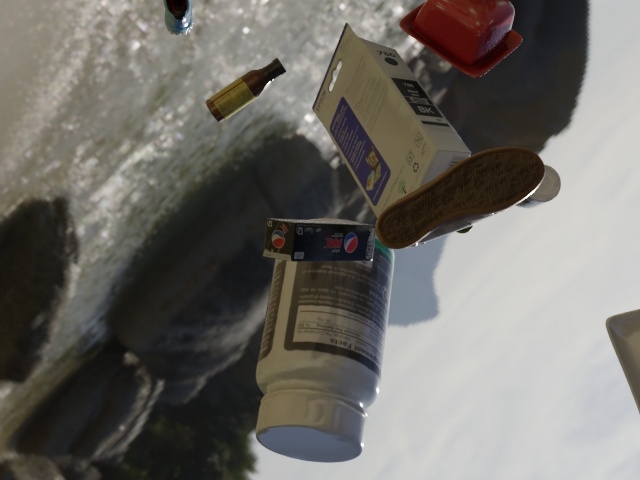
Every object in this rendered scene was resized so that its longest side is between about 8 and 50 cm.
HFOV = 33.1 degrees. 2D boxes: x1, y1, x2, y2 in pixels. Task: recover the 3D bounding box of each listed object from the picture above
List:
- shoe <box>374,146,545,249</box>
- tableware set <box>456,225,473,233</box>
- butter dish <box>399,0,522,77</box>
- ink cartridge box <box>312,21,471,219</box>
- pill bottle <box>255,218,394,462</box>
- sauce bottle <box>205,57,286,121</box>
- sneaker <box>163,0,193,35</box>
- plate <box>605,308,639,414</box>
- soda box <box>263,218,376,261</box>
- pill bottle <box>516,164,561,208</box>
[{"bbox_3d":[0.165,-0.052,1.298,0.219,0.076,0.058,-23,175,-1],"label":"shoe"},{"bbox_3d":[0.178,-0.086,1.581,0.104,0.154,0.024,-2,178,-12],"label":"tableware set"},{"bbox_3d":[0.230,-0.353,1.654,0.160,0.160,0.118,-40,160,-37],"label":"butter dish"},{"bbox_3d":[0.093,-0.161,1.551,0.065,0.332,0.165,1,131,-28],"label":"ink cartridge box"},{"bbox_3d":[0.005,0.163,1.759,0.204,0.204,0.361,133,-29,-56],"label":"pill bottle"},{"bbox_3d":[-0.109,-0.226,1.604,0.128,0.042,0.042,-32,180,5],"label":"sauce bottle"},{"bbox_3d":[-0.255,-0.451,1.911,0.063,0.162,0.073,-11,169,-10],"label":"sneaker"},{"bbox_3d":[0.549,0.195,1.413,0.278,0.277,0.045,-15,148,4],"label":"plate"},{"bbox_3d":[0.000,0.000,1.483,0.060,0.053,0.169,8,-176,42],"label":"soda box"},{"bbox_3d":[0.433,-0.107,2.198,0.078,0.078,0.137,-46,-179,-9],"label":"pill bottle"}]
